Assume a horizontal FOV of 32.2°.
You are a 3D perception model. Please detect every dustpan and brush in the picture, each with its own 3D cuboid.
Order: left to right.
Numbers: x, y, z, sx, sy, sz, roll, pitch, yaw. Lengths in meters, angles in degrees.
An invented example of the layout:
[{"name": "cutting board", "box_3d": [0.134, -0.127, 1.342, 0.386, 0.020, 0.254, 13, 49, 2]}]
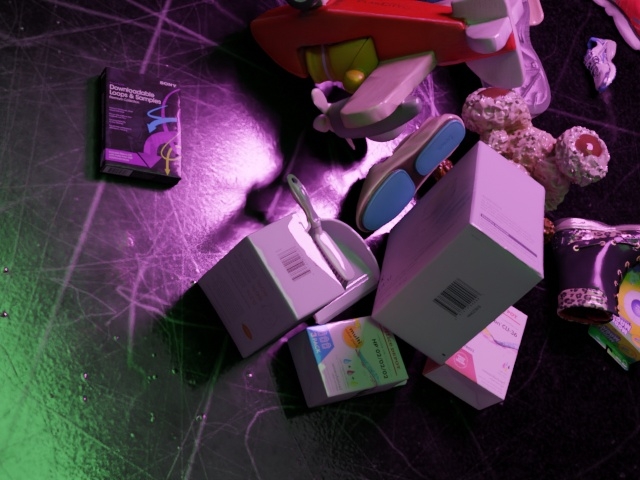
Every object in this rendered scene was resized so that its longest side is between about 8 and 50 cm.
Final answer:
[{"name": "dustpan and brush", "box_3d": [0.000, 0.000, 1.640, 0.147, 0.060, 0.211, -32, 86, -38]}]

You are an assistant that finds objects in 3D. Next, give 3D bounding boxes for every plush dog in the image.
[{"name": "plush dog", "box_3d": [0.310, -0.093, 1.829, 0.262, 0.210, 0.225, 34, 65, 22]}]

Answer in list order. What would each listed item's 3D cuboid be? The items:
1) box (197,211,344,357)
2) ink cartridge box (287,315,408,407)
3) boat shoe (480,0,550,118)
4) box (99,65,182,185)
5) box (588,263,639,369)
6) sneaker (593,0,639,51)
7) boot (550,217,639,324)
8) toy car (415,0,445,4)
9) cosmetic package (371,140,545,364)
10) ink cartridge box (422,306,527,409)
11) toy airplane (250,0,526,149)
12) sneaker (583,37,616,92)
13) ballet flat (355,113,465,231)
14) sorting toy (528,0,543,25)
[{"name": "box", "box_3d": [-0.070, 0.062, 1.499, 0.091, 0.170, 0.130, -28, 84, -36]}, {"name": "ink cartridge box", "box_3d": [0.055, 0.167, 1.593, 0.181, 0.061, 0.104, -8, 72, -35]}, {"name": "boat shoe", "box_3d": [0.311, -0.349, 1.956, 0.118, 0.103, 0.320, -8, 72, -27]}, {"name": "box", "box_3d": [-0.256, -0.164, 1.582, 0.116, 0.029, 0.162, 8, 63, -28]}, {"name": "box", "box_3d": [0.533, 0.130, 1.918, 0.105, 0.043, 0.179, 43, 54, -6]}, {"name": "sneaker", "box_3d": [0.618, -0.514, 2.227, 0.279, 0.118, 0.107, 49, 52, -3]}, {"name": "boot", "box_3d": [0.501, 0.061, 1.876, 0.236, 0.085, 0.179, 9, 58, -5]}, {"name": "toy car", "box_3d": [0.108, -0.514, 1.906, 0.238, 0.210, 0.219, -9, 83, -5]}, {"name": "cosmetic package", "box_3d": [0.203, 0.015, 1.618, 0.138, 0.224, 0.225, 35, 34, -12]}, {"name": "ink cartridge box", "box_3d": [0.245, 0.145, 1.717, 0.115, 0.067, 0.198, 32, 54, -14]}, {"name": "toy airplane", "box_3d": [0.127, -0.275, 1.706, 0.386, 0.272, 0.384, -11, 34, -24]}, {"name": "sneaker", "box_3d": [0.533, -0.339, 2.142, 0.058, 0.052, 0.135, 20, 51, -11]}, {"name": "ballet flat", "box_3d": [0.127, -0.111, 1.754, 0.248, 0.086, 0.086, -43, 94, -16]}, {"name": "sorting toy", "box_3d": [0.305, -0.489, 2.079, 0.208, 0.038, 0.193, -3, 69, -27]}]
